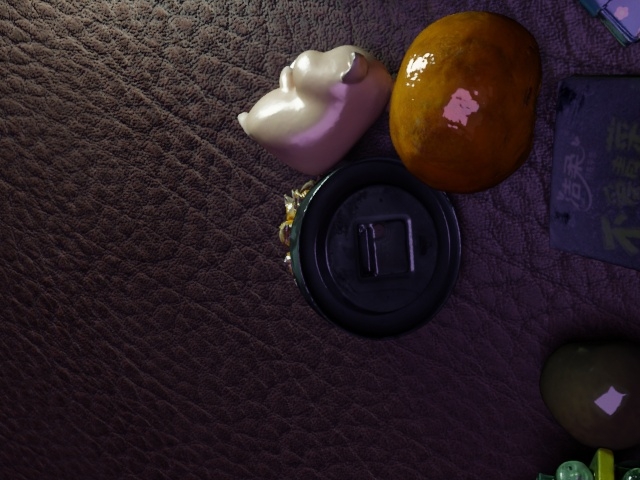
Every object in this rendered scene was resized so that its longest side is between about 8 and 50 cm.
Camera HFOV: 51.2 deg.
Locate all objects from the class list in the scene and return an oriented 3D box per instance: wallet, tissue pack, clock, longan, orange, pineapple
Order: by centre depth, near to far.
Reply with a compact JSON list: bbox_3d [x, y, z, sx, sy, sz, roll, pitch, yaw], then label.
[{"bbox_3d":[0.518,-0.090,0.948,0.394,0.124,0.288,21,114,55],"label":"tissue pack"},{"bbox_3d":[0.461,-0.412,1.025,0.202,0.059,0.141,47,117,3],"label":"wallet"},{"bbox_3d":[0.227,-0.214,1.045,0.226,0.284,0.284,14,109,17],"label":"orange"},{"bbox_3d":[0.483,0.260,1.134,0.212,0.198,0.198,-5,103,22],"label":"longan"},{"bbox_3d":[0.099,0.013,1.169,0.318,0.066,0.319,0,90,-22],"label":"clock"},{"bbox_3d":[0.000,0.000,1.268,0.114,0.186,0.236,-18,57,33],"label":"pineapple"}]

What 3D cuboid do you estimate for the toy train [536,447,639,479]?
[{"bbox_3d":[0.459,0.485,1.162,0.237,0.150,0.369,8,136,13],"label":"toy train"}]

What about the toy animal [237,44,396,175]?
[{"bbox_3d":[0.003,-0.237,1.186,0.256,0.195,0.213,-49,52,21],"label":"toy animal"}]
